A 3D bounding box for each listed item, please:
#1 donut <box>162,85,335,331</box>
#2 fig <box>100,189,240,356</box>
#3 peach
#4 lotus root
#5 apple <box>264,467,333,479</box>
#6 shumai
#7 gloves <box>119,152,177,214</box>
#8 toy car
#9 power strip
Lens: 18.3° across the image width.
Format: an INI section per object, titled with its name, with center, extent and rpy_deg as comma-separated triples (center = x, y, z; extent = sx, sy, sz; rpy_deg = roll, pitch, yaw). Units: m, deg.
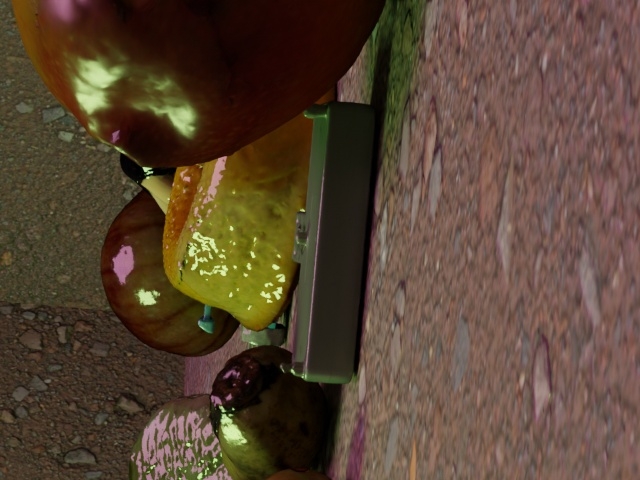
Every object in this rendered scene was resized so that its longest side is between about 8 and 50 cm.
[donut]
center = -0.075, -0.067, 1.937
extent = 0.303, 0.110, 0.303
rpy_deg = -167, 90, -77
[fig]
center = -0.171, 0.034, 2.574
extent = 0.235, 0.214, 0.235
rpy_deg = -18, -90, -83
[peach]
center = -0.091, -0.225, 1.477
extent = 0.372, 0.290, 0.372
rpy_deg = -42, 19, 18
[lotus root]
center = -0.042, 0.156, 1.691
extent = 0.258, 0.097, 0.110
rpy_deg = 89, -169, -73
[apple]
center = -0.017, 0.212, 1.490
extent = 0.084, 0.071, 0.084
rpy_deg = -175, 90, -85
[shumai]
center = -0.092, 0.250, 1.988
extent = 0.201, 0.120, 0.201
rpy_deg = -1, 88, 41
[gloves]
center = -0.127, -0.097, 2.279
extent = 0.152, 0.197, 0.301
rpy_deg = -7, 115, 48
[toy car]
center = -0.084, 0.038, 2.149
extent = 0.161, 0.098, 0.126
rpy_deg = -119, 37, -76
[power strip]
center = 0.000, 0.000, 1.569
extent = 0.145, 0.061, 0.216
rpy_deg = -174, 90, -83
